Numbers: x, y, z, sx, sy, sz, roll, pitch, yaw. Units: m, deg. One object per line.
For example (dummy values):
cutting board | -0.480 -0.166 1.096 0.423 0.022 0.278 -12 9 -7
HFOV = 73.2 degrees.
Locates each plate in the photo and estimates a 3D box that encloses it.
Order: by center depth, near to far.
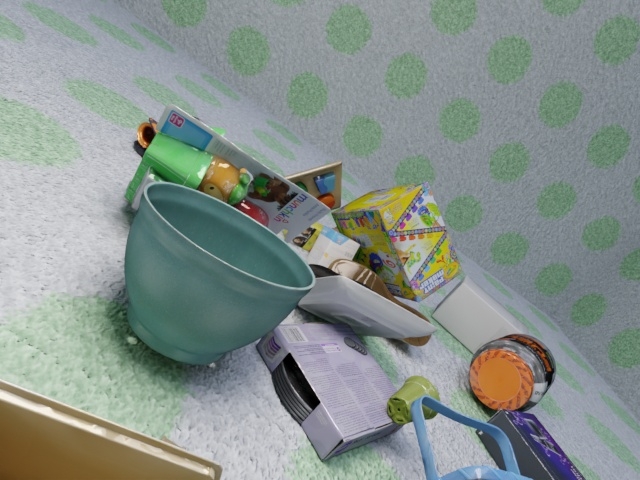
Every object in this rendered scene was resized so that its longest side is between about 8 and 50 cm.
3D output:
plate | 0.074 0.164 0.980 0.277 0.045 0.278 31 -23 -24

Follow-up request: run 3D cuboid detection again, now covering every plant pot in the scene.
plant pot | -0.182 0.067 0.687 0.293 0.196 0.293 31 11 -7
plant pot | 0.165 0.303 0.799 0.079 0.083 0.083 -4 44 -45

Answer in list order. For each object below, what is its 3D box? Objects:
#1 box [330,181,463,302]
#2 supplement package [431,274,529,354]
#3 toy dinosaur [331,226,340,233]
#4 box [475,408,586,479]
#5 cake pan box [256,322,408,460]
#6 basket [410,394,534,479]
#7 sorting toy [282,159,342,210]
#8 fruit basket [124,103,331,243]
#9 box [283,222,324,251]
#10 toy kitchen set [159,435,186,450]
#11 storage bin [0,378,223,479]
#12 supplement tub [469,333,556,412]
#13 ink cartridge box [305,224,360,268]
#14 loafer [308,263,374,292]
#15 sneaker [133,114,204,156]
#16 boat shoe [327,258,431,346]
box | 0.213 0.002 1.267 0.290 0.177 0.279 4 -59 66
supplement package | 0.590 0.299 1.593 0.293 0.178 0.175 43 20 13
toy dinosaur | 0.190 0.018 1.624 0.295 0.127 0.200 33 12 -30
box | 0.524 0.548 1.026 0.184 0.103 0.261 20 26 -36
cake pan box | 0.031 0.270 0.831 0.266 0.070 0.246 13 29 -52
basket | 0.264 0.418 0.695 0.254 0.201 0.289 28 31 -24
sorting toy | -0.076 -0.118 1.292 0.229 0.307 0.041 90 -22 -57
fruit basket | -0.209 -0.075 0.895 0.353 0.327 0.166 36 51 -18
box | 0.000 0.000 1.370 0.232 0.087 0.058 27 24 -33
toy kitchen set | -0.160 0.261 0.494 0.068 0.075 0.083 37 19 -7
storage bin | -0.210 0.273 0.303 0.260 0.123 0.262 31 20 -18
supplement tub | 0.582 0.397 1.309 0.207 0.207 0.338 48 22 28
ink cartridge box | 0.029 0.045 1.252 0.092 0.143 0.090 27 4 -28
loafer | 0.050 0.131 1.094 0.220 0.079 0.080 25 12 35
sneaker | -0.431 -0.305 1.237 0.180 0.125 0.321 23 24 -39
boat shoe | 0.148 0.182 1.205 0.341 0.122 0.110 40 -18 -4
